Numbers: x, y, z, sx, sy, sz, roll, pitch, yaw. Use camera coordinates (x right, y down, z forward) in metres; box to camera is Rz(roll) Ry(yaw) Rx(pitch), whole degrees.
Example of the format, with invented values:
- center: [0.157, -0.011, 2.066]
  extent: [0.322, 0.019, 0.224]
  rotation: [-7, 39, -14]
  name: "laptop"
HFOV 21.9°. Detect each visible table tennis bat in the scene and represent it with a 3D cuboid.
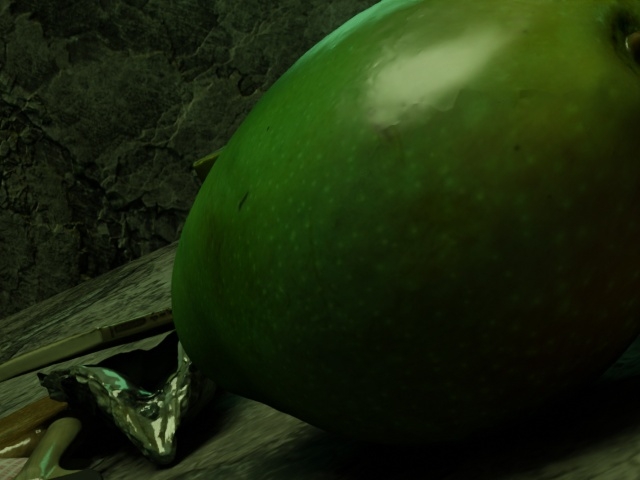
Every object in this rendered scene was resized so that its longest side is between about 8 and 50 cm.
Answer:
- center: [-0.203, 0.173, 1.097]
  extent: [0.138, 0.022, 0.246]
  rotation: [-14, 13, 10]
  name: "table tennis bat"

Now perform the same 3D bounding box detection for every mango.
- center: [0.036, -0.002, 0.829]
  extent: [0.201, 0.225, 0.382]
  rotation: [20, -24, -27]
  name: "mango"

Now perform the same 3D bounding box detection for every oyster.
- center: [-0.125, 0.098, 1.242]
  extent: [0.199, 0.087, 0.252]
  rotation: [-16, 8, -42]
  name: "oyster"

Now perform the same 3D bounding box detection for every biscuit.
- center: [-0.253, 0.173, 1.371]
  extent: [0.226, 0.042, 0.226]
  rotation: [-25, 4, 2]
  name: "biscuit"

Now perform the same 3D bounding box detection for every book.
- center: [-0.157, 0.074, 1.322]
  extent: [0.138, 0.016, 0.198]
  rotation: [-21, -4, 35]
  name: "book"

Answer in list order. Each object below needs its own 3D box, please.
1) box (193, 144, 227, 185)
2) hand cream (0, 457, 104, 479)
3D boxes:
- center: [0.000, 0.000, 1.137]
  extent: [0.043, 0.173, 0.311]
  rotation: [-29, 5, -16]
  name: "box"
- center: [-0.287, 0.198, 1.213]
  extent: [0.248, 0.083, 0.133]
  rotation: [-9, 16, 32]
  name: "hand cream"
